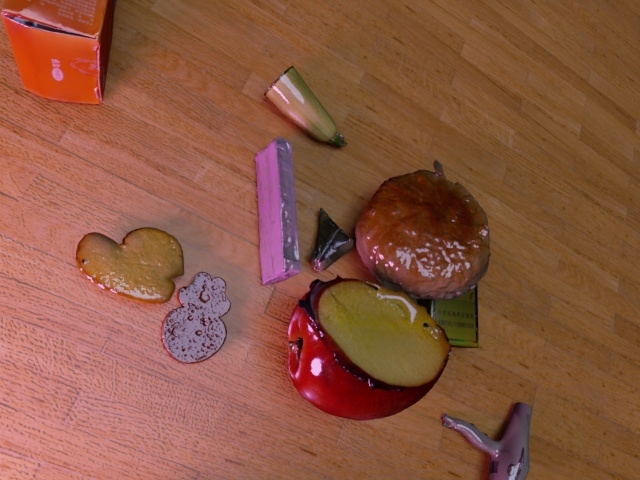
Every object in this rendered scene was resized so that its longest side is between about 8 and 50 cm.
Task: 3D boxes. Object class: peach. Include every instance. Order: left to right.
[{"bbox_3d":[0.086,0.226,0.921,0.361,0.201,0.258,8,47,-32],"label":"peach"}]

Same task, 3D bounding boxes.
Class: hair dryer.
[{"bbox_3d":[0.422,0.449,1.090,0.219,0.088,0.225,-30,75,-33],"label":"hair dryer"}]

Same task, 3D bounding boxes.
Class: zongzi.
[{"bbox_3d":[0.000,0.000,1.021,0.109,0.055,0.119,-39,76,-14],"label":"zongzi"}]

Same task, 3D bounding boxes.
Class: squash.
[{"bbox_3d":[-0.021,-0.296,1.068,0.224,0.094,0.094,42,65,-17],"label":"squash"}]

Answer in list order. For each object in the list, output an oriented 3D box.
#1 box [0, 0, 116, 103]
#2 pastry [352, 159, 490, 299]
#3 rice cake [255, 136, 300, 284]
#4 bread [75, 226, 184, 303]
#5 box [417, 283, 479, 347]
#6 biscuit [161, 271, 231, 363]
[{"bbox_3d":[-0.452,-0.456,0.833,0.143,0.225,0.342,8,74,-23],"label":"box"},{"bbox_3d":[0.238,-0.013,1.029,0.329,0.136,0.330,3,58,-5],"label":"pastry"},{"bbox_3d":[-0.090,-0.061,0.960,0.050,0.106,0.298,3,76,-33],"label":"rice cake"},{"bbox_3d":[-0.349,0.039,0.852,0.187,0.065,0.150,24,58,-14],"label":"bread"},{"bbox_3d":[0.309,0.143,1.109,0.140,0.064,0.220,10,72,-19],"label":"box"},{"bbox_3d":[-0.235,0.151,0.888,0.124,0.026,0.175,23,70,-19],"label":"biscuit"}]
